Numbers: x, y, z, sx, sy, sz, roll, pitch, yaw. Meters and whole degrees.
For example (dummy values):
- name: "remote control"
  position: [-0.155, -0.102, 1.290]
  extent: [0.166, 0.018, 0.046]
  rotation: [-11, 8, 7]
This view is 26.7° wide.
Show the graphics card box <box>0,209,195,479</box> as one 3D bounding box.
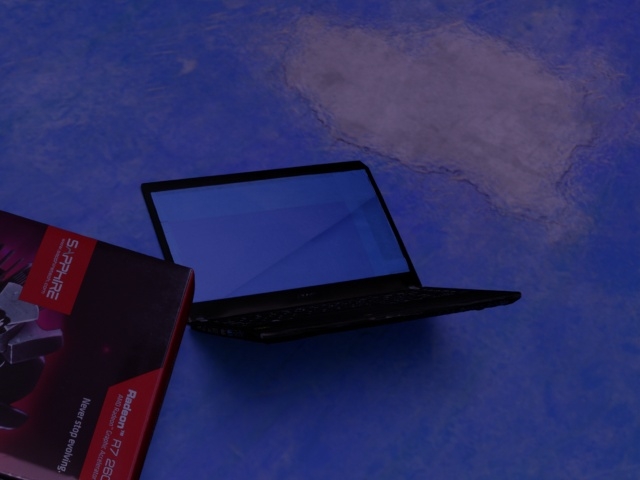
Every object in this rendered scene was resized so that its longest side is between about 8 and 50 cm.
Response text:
- name: "graphics card box"
  position: [-0.300, 0.077, 1.030]
  extent: [0.370, 0.094, 0.233]
  rotation: [17, 50, -4]

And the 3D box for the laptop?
- name: "laptop"
  position: [0.000, 0.000, 1.163]
  extent: [0.234, 0.264, 0.137]
  rotation: [-8, 93, -24]
